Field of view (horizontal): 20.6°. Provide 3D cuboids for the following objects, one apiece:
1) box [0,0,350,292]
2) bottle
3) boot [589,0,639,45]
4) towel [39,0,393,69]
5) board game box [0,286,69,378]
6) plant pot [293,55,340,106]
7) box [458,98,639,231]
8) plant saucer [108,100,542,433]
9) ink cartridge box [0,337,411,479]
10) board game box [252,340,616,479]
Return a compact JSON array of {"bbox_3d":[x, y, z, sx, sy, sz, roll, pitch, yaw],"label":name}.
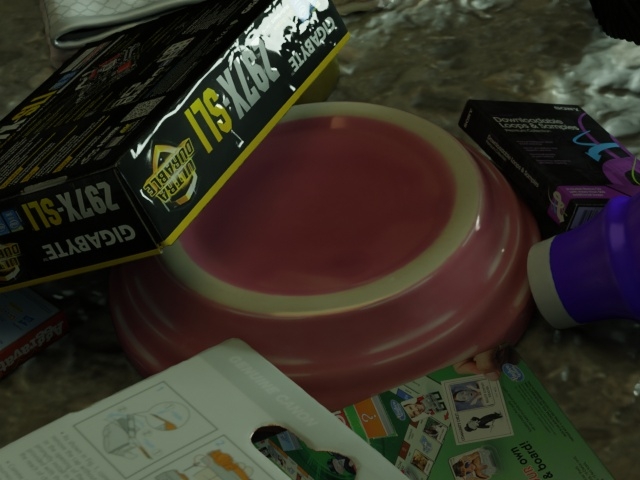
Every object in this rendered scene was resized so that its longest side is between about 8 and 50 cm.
[{"bbox_3d":[-0.153,-0.083,1.355,0.257,0.079,0.322,-16,24,36],"label":"box"},{"bbox_3d":[0.280,-0.005,1.206,0.283,0.118,0.092,-20,1,31],"label":"bottle"},{"bbox_3d":[0.360,-0.251,1.464,0.260,0.131,0.348,-16,23,-3],"label":"boot"},{"bbox_3d":[-0.121,-0.296,1.717,0.332,0.053,0.317,-12,40,-5],"label":"towel"},{"bbox_3d":[-0.339,0.041,1.385,0.145,0.027,0.281,-34,47,-29],"label":"board game box"},{"bbox_3d":[-0.055,-0.178,1.533,0.134,0.095,0.134,-5,41,5],"label":"plant pot"},{"bbox_3d":[0.195,-0.059,1.366,0.116,0.029,0.162,0,31,-32],"label":"box"},{"bbox_3d":[0.000,0.000,1.327,0.332,0.084,0.332,-5,40,4],"label":"plant saucer"},{"bbox_3d":[-0.118,0.238,1.057,0.385,0.091,0.308,-26,42,-28],"label":"ink cartridge box"},{"bbox_3d":[0.098,0.209,1.095,0.214,0.046,0.317,-21,42,-12],"label":"board game box"}]
